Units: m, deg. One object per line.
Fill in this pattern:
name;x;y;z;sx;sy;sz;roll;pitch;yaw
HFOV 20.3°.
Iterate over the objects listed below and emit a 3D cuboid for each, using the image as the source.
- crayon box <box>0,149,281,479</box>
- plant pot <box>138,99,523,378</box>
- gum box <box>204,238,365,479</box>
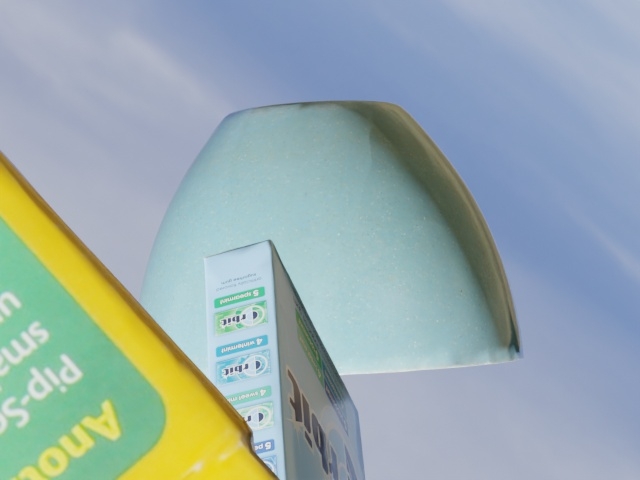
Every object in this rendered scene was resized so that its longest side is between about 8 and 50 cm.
crayon box;-0.157;0.035;0.351;0.323;0.203;0.083;46;167;16
plant pot;0.000;0.000;1.336;0.290;0.290;0.195;2;-96;-62
gum box;-0.013;0.119;0.905;0.157;0.041;0.184;65;-166;-46
